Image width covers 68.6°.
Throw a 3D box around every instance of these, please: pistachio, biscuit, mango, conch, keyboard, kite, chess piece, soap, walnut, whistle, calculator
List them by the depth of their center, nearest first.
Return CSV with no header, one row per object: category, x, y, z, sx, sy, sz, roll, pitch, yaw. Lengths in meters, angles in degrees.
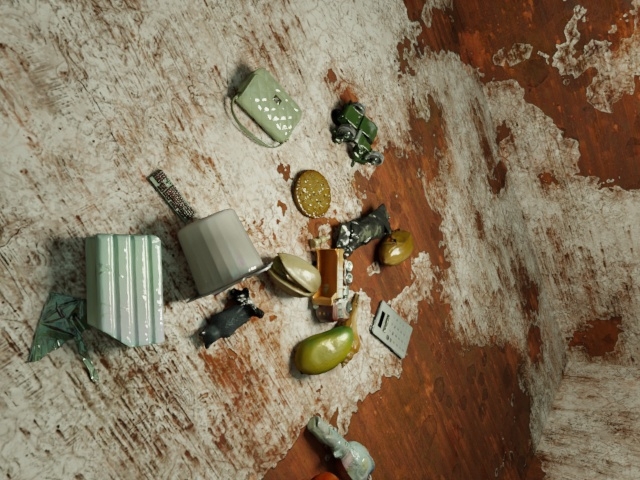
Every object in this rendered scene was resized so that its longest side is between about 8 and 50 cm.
kite,-0.605,0.237,1.165,0.229,0.012,0.250,-33,109,-41
soap,-0.504,0.128,1.213,0.172,0.095,0.290,1,83,-47
keyboard,-0.432,-0.128,1.376,0.166,0.017,0.055,56,51,-24
pistachio,-0.088,0.120,1.611,0.215,0.143,0.144,39,59,-28
mango,0.019,0.394,1.668,0.237,0.091,0.137,-15,87,-17
whistle,0.081,0.768,1.704,0.346,0.133,0.142,48,43,-17
biscuit,-0.031,-0.175,1.773,0.187,0.027,0.188,5,83,-44
chess piece,0.000,0.000,1.779,0.092,0.035,0.035,-22,100,-47
conch,0.105,0.339,1.812,0.109,0.093,0.331,49,35,-38
walnut,0.331,0.031,2.033,0.245,0.137,0.137,-36,110,-45
calculator,0.311,0.388,2.046,0.261,0.021,0.161,43,57,-33

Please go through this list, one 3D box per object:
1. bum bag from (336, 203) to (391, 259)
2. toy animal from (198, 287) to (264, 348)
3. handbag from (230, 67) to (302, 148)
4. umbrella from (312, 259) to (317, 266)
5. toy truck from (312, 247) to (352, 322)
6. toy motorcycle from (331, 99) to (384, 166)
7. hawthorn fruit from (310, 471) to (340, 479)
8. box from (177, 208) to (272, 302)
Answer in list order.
bum bag,0.178,-0.043,1.918,0.340,0.095,0.144,-27,111,-37
toy animal,-0.265,0.251,1.428,0.210,0.117,0.121,-48,124,-39
handbag,-0.190,-0.441,1.617,0.256,0.079,0.219,41,62,-32
umbrella,-0.032,0.103,1.743,0.022,0.022,0.149,29,56,9
toy truck,0.046,0.164,1.735,0.135,0.114,0.271,2,87,-52
toy motorcycle,0.158,-0.438,1.935,0.275,0.127,0.205,38,59,-27
hawthorn fruit,0.048,0.886,1.648,0.285,0.165,0.166,5,82,-54
box,-0.283,0.028,1.339,0.262,0.291,0.207,-29,95,-39
